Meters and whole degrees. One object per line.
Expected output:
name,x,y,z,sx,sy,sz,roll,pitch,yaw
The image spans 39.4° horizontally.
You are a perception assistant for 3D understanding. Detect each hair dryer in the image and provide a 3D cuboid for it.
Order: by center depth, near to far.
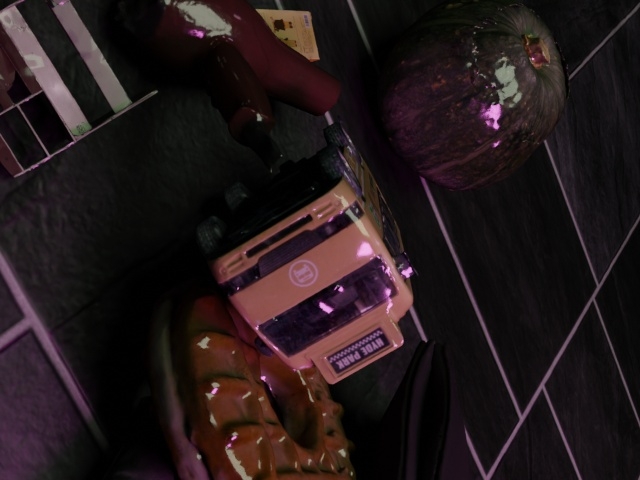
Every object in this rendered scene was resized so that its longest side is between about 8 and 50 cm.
hair dryer,-0.065,-0.162,1.009,0.312,0.123,0.340,23,26,-36

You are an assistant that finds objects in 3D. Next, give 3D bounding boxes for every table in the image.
table,-0.281,-0.171,0.911,0.175,0.062,0.146,-34,111,-15

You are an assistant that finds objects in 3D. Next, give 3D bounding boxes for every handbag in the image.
handbag,0.114,0.307,1.137,0.342,0.152,0.288,100,1,-54

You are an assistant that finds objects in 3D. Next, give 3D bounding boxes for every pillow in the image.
pillow,-0.147,0.309,0.929,0.250,0.106,0.186,56,39,-28

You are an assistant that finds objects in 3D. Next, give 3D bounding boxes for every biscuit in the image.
biscuit,-0.069,0.182,0.971,0.332,0.103,0.332,52,19,-27

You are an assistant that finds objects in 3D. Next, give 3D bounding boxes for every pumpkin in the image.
pumpkin,0.244,-0.246,1.418,0.291,0.257,0.328,51,41,-20

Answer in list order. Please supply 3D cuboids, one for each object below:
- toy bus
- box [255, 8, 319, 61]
toy bus,0.000,0.000,0.994,0.202,0.176,0.365,58,10,-10
box,-0.059,-0.284,1.244,0.149,0.020,0.073,-14,93,-51
